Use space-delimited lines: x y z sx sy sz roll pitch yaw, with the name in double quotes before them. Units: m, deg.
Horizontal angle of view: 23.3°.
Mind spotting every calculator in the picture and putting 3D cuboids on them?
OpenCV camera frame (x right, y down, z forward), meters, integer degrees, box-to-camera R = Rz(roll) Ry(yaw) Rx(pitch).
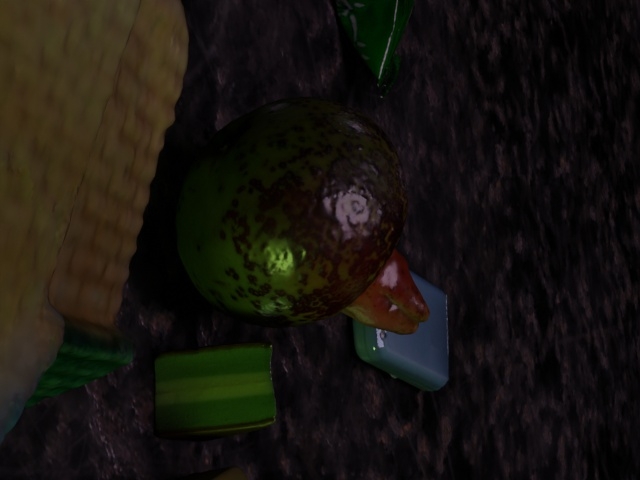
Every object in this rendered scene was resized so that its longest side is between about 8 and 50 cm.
"calculator" 0.088 0.088 1.667 0.210 0.039 0.121 30 54 -56

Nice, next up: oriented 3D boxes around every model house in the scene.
"model house" -0.260 -0.026 0.788 0.382 0.334 0.343 28 75 -75

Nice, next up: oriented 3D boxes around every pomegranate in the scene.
"pomegranate" 0.000 0.000 1.323 0.248 0.214 0.214 44 40 -17

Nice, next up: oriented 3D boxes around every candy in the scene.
"candy" 0.063 -0.271 1.693 0.141 0.078 0.203 -47 128 -57

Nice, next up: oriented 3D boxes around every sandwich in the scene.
"sandwich" -0.069 0.123 1.271 0.074 0.116 0.074 19 66 -59

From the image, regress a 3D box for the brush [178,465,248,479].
"brush" -0.113 0.258 1.208 0.197 0.059 0.123 -16 93 -63
